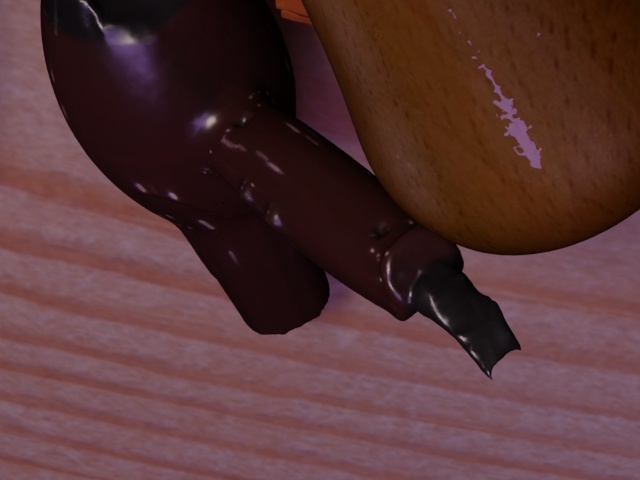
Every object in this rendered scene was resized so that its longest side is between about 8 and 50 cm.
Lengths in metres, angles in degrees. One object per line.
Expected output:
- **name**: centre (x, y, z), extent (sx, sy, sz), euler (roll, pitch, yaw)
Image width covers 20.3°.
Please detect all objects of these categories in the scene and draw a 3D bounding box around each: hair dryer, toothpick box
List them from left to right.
- **hair dryer**: centre (0.000, 0.000, 0.912), extent (0.123, 0.340, 0.312), euler (-38, 136, -12)
- **toothpick box**: centre (0.036, -0.135, 0.695), extent (0.192, 0.192, 0.294), euler (-16, 133, 25)

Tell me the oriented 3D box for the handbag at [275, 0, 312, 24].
- **handbag**: centre (0.141, -0.243, 0.755), extent (0.303, 0.116, 0.410), euler (13, 135, 1)
